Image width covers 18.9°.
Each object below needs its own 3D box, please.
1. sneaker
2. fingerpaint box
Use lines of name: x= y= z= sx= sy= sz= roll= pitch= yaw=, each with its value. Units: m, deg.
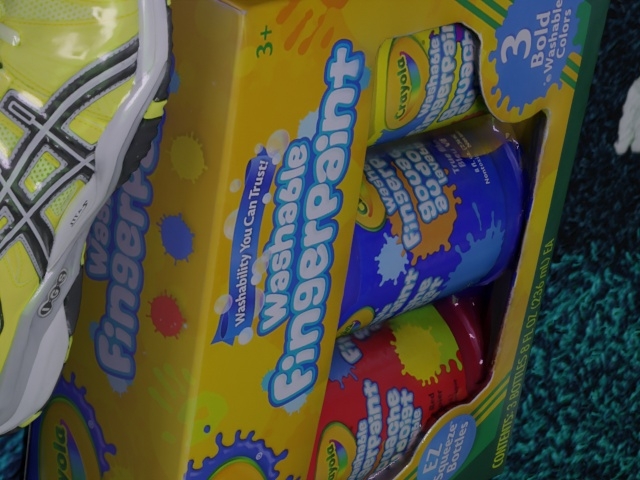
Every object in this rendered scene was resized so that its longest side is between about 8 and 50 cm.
sneaker: x=-0.193 y=-0.046 z=1.067 sx=0.147 sy=0.145 sz=0.384 roll=-12 pitch=122 yaw=-52
fingerpaint box: x=0.000 y=0.000 z=1.319 sx=0.371 sy=0.163 sz=0.444 roll=-17 pitch=126 yaw=-44
